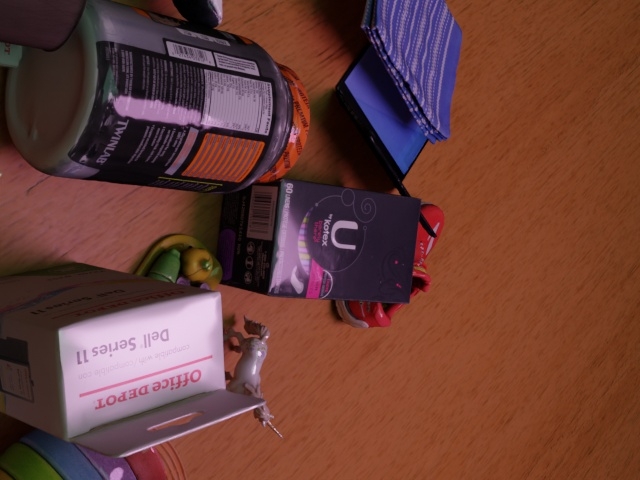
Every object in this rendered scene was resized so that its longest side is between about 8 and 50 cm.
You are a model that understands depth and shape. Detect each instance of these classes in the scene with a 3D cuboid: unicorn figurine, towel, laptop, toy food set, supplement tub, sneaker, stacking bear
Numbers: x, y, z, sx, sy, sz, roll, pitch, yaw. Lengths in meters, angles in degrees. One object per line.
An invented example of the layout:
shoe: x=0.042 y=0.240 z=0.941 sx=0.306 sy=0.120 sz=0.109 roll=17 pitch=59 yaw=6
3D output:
unicorn figurine: x=-0.106 y=0.193 z=1.374 sx=0.060 sy=0.111 sz=0.162 roll=2 pitch=94 yaw=-47
towel: x=0.159 y=-0.335 z=1.530 sx=0.336 sy=0.040 sz=0.243 roll=47 pitch=49 yaw=-54
laptop: x=0.140 y=-0.180 z=1.559 sx=0.136 sy=0.264 sz=0.234 roll=-34 pitch=127 yaw=5
toy food set: x=-0.197 y=0.095 z=1.293 sx=0.128 sy=0.071 sz=0.218 roll=48 pitch=63 yaw=-39
supplement tub: x=-0.186 y=-0.165 z=1.170 sx=0.338 sy=0.207 sz=0.207 roll=5 pitch=92 yaw=-47
sneaker: x=0.144 y=0.048 z=1.610 sx=0.279 sy=0.118 sz=0.107 roll=-51 pitch=129 yaw=-28
stacking bear: x=-0.332 y=0.311 z=1.086 sx=0.289 sy=0.164 sz=0.176 roll=-39 pitch=121 yaw=-31

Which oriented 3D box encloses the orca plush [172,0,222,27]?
orca plush: x=-0.183 y=-0.410 z=1.219 sx=0.102 sy=0.151 sz=0.288 roll=-2 pitch=93 yaw=-10

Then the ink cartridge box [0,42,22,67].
ink cartridge box: x=-0.402 y=-0.250 z=1.035 sx=0.150 sy=0.063 sz=0.109 roll=2 pitch=94 yaw=-46

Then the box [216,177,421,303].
box: x=0.000 y=0.000 z=1.411 sx=0.270 sy=0.143 sz=0.165 roll=5 pitch=92 yaw=-39

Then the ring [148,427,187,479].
ring: x=-0.309 y=0.386 z=1.248 sx=0.336 sy=0.032 sz=0.337 roll=-10 pitch=103 yaw=-46

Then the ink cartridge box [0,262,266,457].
ink cartridge box: x=-0.245 y=0.113 z=1.041 sx=0.207 sy=0.353 sz=0.119 roll=-12 pitch=105 yaw=-45

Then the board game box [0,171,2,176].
board game box: x=-0.451 y=-0.124 z=0.948 sx=0.124 sy=0.039 sz=0.259 roll=-42 pitch=107 yaw=-12

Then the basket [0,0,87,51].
basket: x=-0.357 y=-0.271 z=0.914 sx=0.226 sy=0.204 sz=0.154 roll=0 pitch=84 yaw=-35
